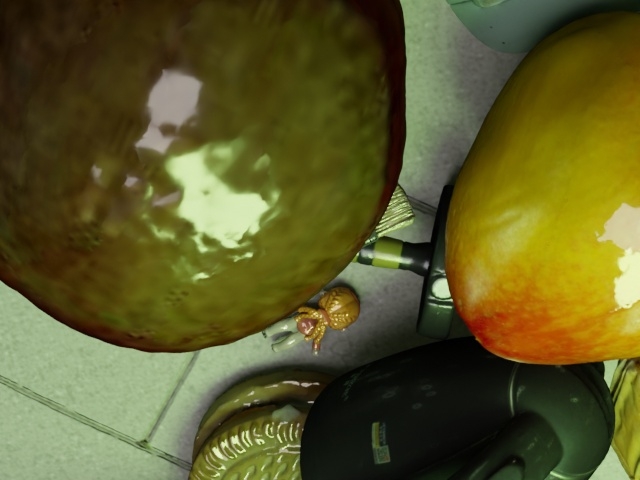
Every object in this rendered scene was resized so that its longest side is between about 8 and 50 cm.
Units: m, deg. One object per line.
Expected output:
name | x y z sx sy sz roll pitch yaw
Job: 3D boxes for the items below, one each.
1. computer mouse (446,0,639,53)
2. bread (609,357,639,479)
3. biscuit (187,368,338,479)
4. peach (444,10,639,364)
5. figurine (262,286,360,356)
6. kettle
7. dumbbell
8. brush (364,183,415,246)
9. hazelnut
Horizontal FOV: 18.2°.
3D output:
computer mouse | 0.227 -0.251 1.651 0.288 0.097 0.159 -27 117 22
bread | 0.399 0.154 1.806 0.288 0.152 0.119 -2 137 -24
biscuit | -0.014 0.247 2.015 0.259 0.079 0.259 5 124 7
peach | 0.252 -0.033 1.667 0.289 0.289 0.308 20 103 -5
figurine | -0.010 0.081 1.930 0.109 0.047 0.064 -27 92 29
kettle | 0.128 0.200 1.798 0.290 0.268 0.207 -25 103 49
dumbbell | 0.042 0.007 1.814 0.325 0.143 0.143 10 123 1
brush | 0.000 0.000 1.736 0.170 0.014 0.043 -25 82 -2
hazelnut | -0.101 -0.121 1.593 0.353 0.421 0.420 4 123 10
